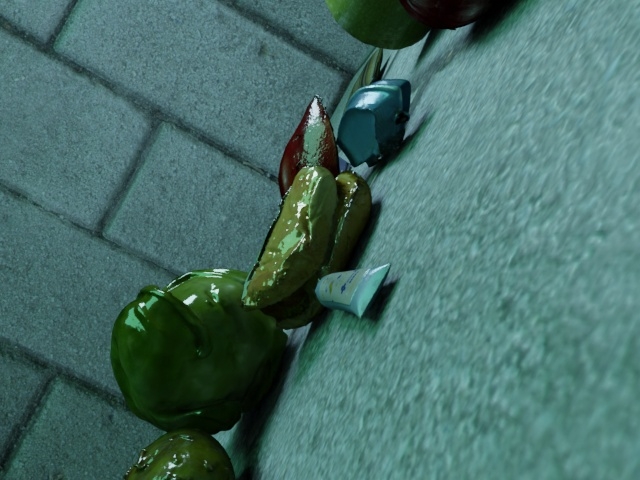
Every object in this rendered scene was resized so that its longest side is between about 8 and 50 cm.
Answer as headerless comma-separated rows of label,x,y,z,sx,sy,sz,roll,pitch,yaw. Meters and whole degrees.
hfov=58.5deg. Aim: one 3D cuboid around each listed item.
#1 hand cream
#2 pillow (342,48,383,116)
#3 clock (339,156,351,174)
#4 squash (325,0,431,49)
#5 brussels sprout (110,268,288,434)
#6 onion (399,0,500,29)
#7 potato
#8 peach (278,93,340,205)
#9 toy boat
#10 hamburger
hand cream,0.031,0.056,0.643,0.065,0.043,0.171,-60,10,-13
pillow,0.129,-0.465,1.749,0.212,0.052,0.208,-56,12,46
clock,-0.010,-0.092,1.273,0.144,0.073,0.193,-54,11,42
squash,0.187,-0.583,1.064,0.263,0.263,0.384,-66,9,-28
brussels sprout,-0.177,0.167,0.865,0.259,0.227,0.294,-39,-36,-39
onion,0.188,-0.437,0.754,0.314,0.232,0.314,180,90,-84
potato,-0.186,0.327,0.714,0.176,0.141,0.298,-59,6,-30
peach,-0.026,-0.129,1.062,0.189,0.068,0.279,13,109,60
toy boat,0.095,-0.195,0.922,0.098,0.109,0.238,-38,-2,-12
hamburger,0.000,0.000,0.814,0.131,0.124,0.262,-10,53,55
